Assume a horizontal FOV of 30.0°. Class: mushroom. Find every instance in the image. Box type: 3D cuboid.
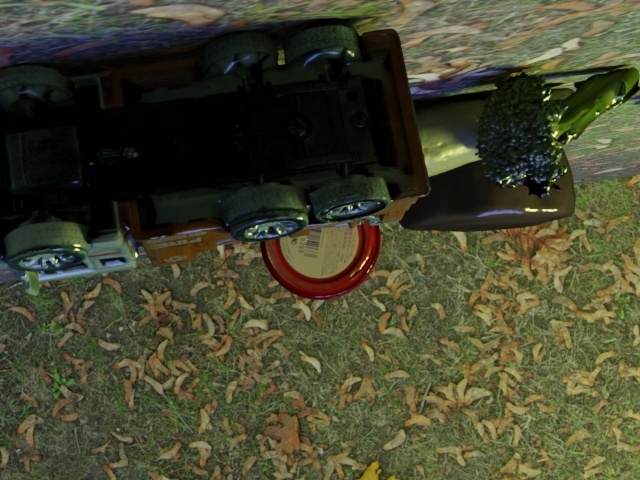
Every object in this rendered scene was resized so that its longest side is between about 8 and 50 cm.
[{"bbox_3d":[0.124,-0.106,1.251,0.312,0.081,0.100,-10,-178,-17],"label":"mushroom"}]

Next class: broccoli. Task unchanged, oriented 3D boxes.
[{"bbox_3d":[0.240,-0.124,1.183,0.204,0.122,0.118,-29,-142,-31],"label":"broccoli"}]

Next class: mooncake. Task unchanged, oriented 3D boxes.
[{"bbox_3d":[0.218,-0.076,1.608,0.245,0.133,0.245,-10,178,0],"label":"mooncake"}]

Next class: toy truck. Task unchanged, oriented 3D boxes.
[{"bbox_3d":[-0.106,-0.042,0.848,0.338,0.133,0.184,-9,165,-5],"label":"toy truck"}]

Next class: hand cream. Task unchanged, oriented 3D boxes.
[{"bbox_3d":[0.000,0.000,1.864,0.193,0.193,0.125,-10,176,-1],"label":"hand cream"}]
